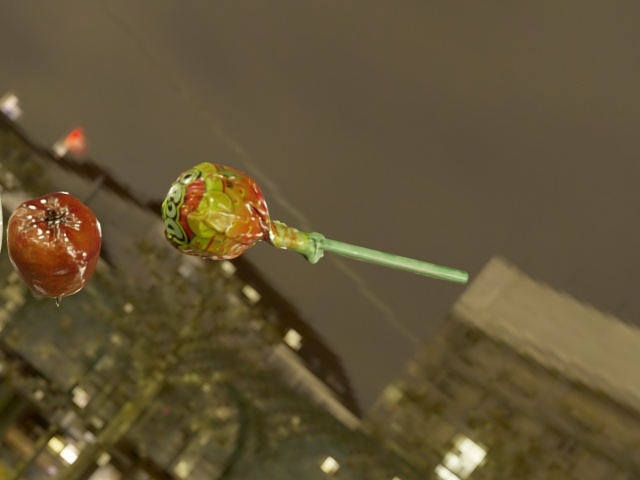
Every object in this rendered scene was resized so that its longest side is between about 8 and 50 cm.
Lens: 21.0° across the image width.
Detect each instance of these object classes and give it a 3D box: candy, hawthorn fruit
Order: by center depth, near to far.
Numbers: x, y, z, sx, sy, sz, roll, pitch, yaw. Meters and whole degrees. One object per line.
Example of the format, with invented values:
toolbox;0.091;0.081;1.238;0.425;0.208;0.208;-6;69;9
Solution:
candy;0.000;0.000;1.050;0.201;0.060;0.060;15;-4;-19
hawthorn fruit;-0.224;0.010;1.445;0.081;0.081;0.093;36;-37;20

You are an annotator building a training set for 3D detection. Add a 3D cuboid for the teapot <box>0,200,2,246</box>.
teapot;-0.250;0.011;0.600;0.300;0.165;0.208;-8;-22;10
